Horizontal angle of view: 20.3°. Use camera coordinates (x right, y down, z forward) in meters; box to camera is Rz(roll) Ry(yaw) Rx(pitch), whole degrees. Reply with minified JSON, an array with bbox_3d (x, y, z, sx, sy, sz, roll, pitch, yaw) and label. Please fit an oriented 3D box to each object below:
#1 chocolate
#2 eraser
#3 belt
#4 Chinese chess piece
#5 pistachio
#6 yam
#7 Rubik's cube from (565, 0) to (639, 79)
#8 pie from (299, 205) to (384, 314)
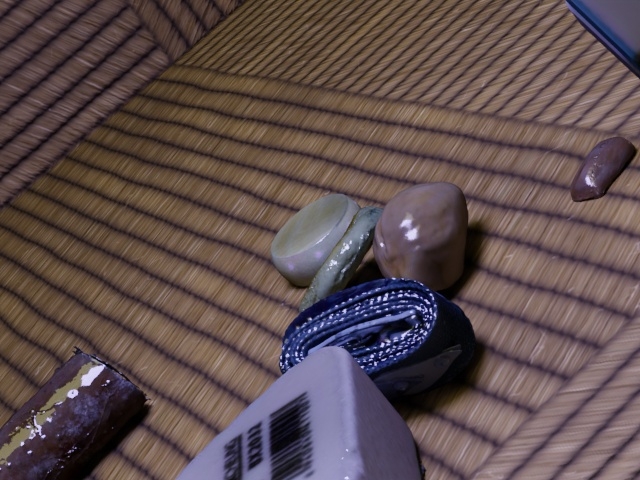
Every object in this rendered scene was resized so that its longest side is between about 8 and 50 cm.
[{"bbox_3d":[0.334,-0.091,2.162,0.101,0.031,0.064,-50,20,-26],"label":"chocolate"},{"bbox_3d":[-0.013,0.277,1.796,0.331,0.150,0.331,-30,24,15],"label":"eraser"},{"bbox_3d":[0.071,0.124,2.026,0.218,0.128,0.122,-22,56,31],"label":"belt"},{"bbox_3d":[0.000,0.000,2.452,0.144,0.058,0.144,-33,23,16],"label":"Chinese chess piece"},{"bbox_3d":[0.129,-0.004,2.197,0.124,0.124,0.185,-20,21,37],"label":"pistachio"},{"bbox_3d":[-0.366,0.270,2.381,0.280,0.131,0.131,-46,23,-16],"label":"yam"},{"bbox_3d":[0.456,-0.220,1.602,0.347,0.346,0.344,-47,-11,10],"label":"Rubik's cube"},{"bbox_3d":[0.026,0.032,2.280,0.187,0.041,0.187,-59,-2,-3],"label":"pie"}]
